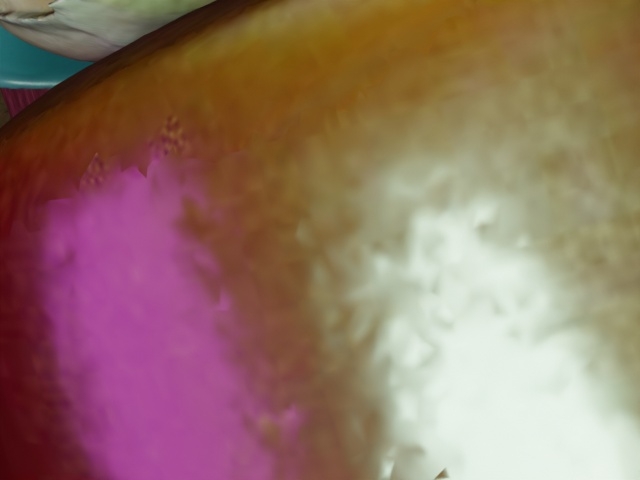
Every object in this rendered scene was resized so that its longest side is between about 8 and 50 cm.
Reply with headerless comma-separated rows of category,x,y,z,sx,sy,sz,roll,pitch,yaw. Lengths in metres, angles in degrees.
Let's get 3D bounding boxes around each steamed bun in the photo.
steamed bun,0.013,0.044,0.522,0.379,0.248,0.235,158,94,-75

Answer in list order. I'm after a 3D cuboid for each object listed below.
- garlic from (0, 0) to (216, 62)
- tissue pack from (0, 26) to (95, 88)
garlic,-0.042,-0.181,0.542,0.237,0.210,0.292,79,174,-53
tissue pack,-0.146,-0.225,0.912,0.287,0.198,0.206,-123,33,-54
